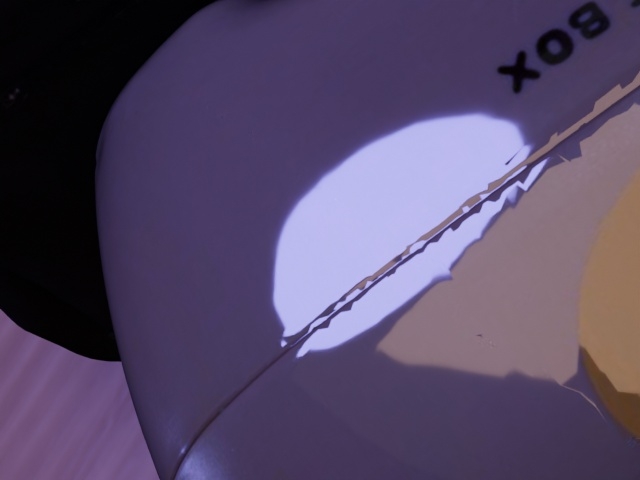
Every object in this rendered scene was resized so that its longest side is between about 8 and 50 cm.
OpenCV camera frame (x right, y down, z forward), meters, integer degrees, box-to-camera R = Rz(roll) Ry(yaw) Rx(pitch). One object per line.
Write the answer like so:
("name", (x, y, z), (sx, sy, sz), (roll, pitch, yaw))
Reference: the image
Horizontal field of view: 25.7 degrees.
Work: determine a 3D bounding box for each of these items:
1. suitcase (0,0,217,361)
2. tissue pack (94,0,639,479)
("suitcase", (-0.065, -0.132, 0.562), (0.345, 0.339, 0.188), (-35, 54, 13))
("tissue pack", (0.143, 0.000, 0.436), (0.387, 0.267, 0.277), (-34, 61, 11))
